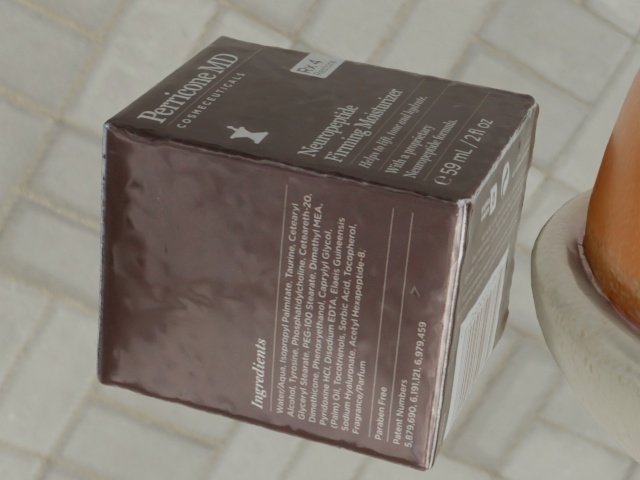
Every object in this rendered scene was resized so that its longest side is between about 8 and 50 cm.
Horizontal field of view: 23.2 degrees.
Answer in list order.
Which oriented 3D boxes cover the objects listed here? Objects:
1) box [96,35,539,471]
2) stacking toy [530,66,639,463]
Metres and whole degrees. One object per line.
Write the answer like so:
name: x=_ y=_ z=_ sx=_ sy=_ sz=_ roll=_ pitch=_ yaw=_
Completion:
box: x=0.000 y=0.000 z=0.892 sx=0.203 sy=0.168 sz=0.167 roll=13 pitch=118 yaw=15
stacking toy: x=0.247 y=-0.156 z=0.375 sx=0.350 sy=0.350 sz=0.480 roll=-3 pitch=109 yaw=-21
